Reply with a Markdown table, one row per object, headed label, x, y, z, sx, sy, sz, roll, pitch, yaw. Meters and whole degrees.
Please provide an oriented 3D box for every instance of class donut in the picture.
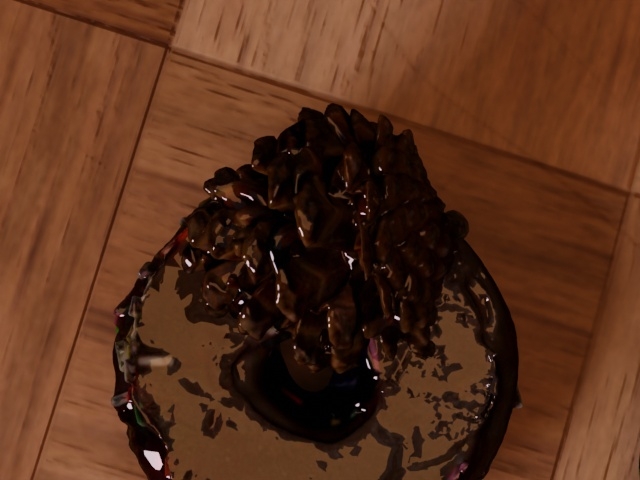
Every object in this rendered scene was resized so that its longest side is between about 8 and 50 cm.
| label | x | y | z | sx | sy | sz | roll | pitch | yaw |
| --- | --- | --- | --- | --- | --- | --- | --- | --- | --- |
| donut | -0.005 | 0.084 | 1.256 | 0.270 | 0.103 | 0.269 | 1 | 82 | -5 |

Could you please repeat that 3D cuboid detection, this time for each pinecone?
| label | x | y | z | sx | sy | sz | roll | pitch | yaw |
| --- | --- | --- | --- | --- | --- | --- | --- | --- | --- |
| pinecone | 0.000 | 0.000 | 1.146 | 0.174 | 0.173 | 0.173 | 1 | 83 | -7 |

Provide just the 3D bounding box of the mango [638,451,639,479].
| label | x | y | z | sx | sy | sz | roll | pitch | yaw |
| --- | --- | --- | --- | --- | --- | --- | --- | --- | --- |
| mango | 0.297 | 0.107 | 1.289 | 0.125 | 0.111 | 0.233 | 33 | 81 | 2 |
